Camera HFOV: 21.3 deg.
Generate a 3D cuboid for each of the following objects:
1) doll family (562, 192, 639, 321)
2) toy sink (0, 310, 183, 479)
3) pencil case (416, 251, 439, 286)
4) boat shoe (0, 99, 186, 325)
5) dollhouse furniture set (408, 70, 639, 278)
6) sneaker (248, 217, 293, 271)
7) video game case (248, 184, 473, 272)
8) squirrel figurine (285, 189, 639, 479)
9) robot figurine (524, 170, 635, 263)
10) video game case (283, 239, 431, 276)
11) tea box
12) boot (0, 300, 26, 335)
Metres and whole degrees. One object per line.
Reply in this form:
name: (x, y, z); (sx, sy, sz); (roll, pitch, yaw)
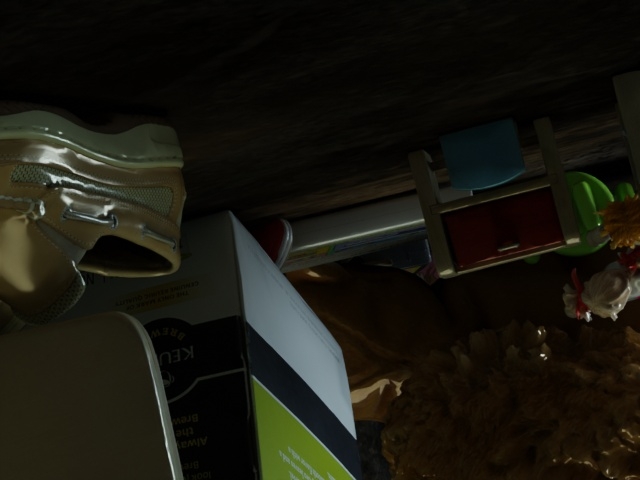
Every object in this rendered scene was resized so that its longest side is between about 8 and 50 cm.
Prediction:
doll family: (0.282, -0.024, 1.236); (0.263, 0.118, 0.163); (-18, 179, 32)
toy sink: (-0.146, 0.126, 0.640); (0.234, 0.153, 0.131); (-14, 171, 9)
pencil case: (-0.002, 0.126, 1.956); (0.386, 0.160, 0.167); (-14, 167, 10)
boat shoe: (-0.103, -0.006, 0.590); (0.068, 0.072, 0.190); (-17, 174, 32)
dollhouse furniture set: (0.147, -0.011, 0.918); (0.184, 0.129, 0.129); (-15, 175, 9)
sneaker: (-0.077, 0.018, 1.143); (0.067, 0.042, 0.118); (26, 125, -39)
video game case: (0.000, 0.000, 1.279); (0.212, 0.023, 0.193); (-13, 175, -4)
squirrel figurine: (0.137, 0.110, 1.419); (0.370, 0.281, 0.397); (8, -161, -8)
robot figurine: (0.203, -0.020, 1.356); (0.101, 0.067, 0.115); (-22, 175, 9)
video game case: (-0.031, 0.051, 1.724); (0.248, 0.035, 0.275); (-13, 174, -8)
tea box: (-0.152, 0.201, 1.069); (0.329, 0.323, 0.220); (-15, 149, 14)
boot: (-0.224, 0.027, 0.641); (0.213, 0.077, 0.165); (-16, 172, 27)
